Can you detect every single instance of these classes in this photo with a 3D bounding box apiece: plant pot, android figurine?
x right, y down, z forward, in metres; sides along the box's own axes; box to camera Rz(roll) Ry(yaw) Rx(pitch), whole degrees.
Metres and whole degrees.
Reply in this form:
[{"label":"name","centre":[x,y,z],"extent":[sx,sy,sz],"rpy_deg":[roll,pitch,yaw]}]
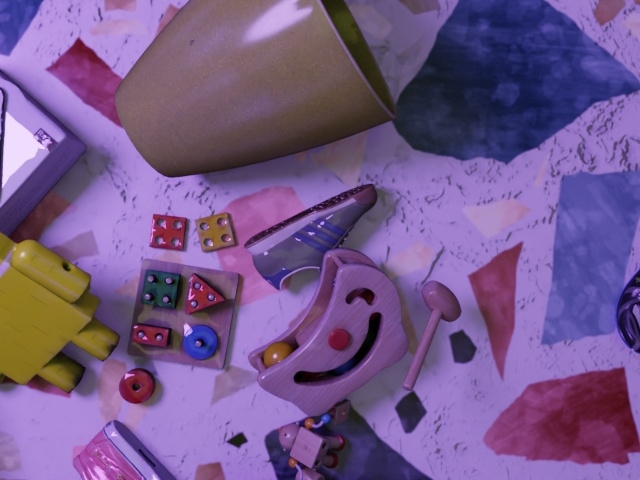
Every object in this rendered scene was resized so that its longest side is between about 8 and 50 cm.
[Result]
[{"label":"plant pot","centre":[-0.097,-0.203,1.062],"extent":[0.294,0.275,0.274],"rpy_deg":[-28,89,13]},{"label":"android figurine","centre":[-0.397,0.087,1.065],"extent":[0.273,0.056,0.248],"rpy_deg":[39,119,-22]}]

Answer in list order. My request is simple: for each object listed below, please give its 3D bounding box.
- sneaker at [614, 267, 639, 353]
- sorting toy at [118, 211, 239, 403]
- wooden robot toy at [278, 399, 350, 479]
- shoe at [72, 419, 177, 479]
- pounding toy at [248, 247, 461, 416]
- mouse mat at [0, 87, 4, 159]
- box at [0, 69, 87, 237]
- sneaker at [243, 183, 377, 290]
[{"label":"sneaker","centre":[0.457,0.062,1.143],"extent":[0.067,0.078,0.188],"rpy_deg":[28,88,-1]},{"label":"sorting toy","centre":[-0.184,0.090,1.137],"extent":[0.132,0.046,0.274],"rpy_deg":[10,87,-2]},{"label":"wooden robot toy","centre":[-0.023,0.280,1.139],"extent":[0.079,0.076,0.173],"rpy_deg":[22,87,34]},{"label":"shoe","centre":[-0.245,0.328,1.121],"extent":[0.081,0.063,0.178],"rpy_deg":[-43,85,-1]},{"label":"pounding toy","centre":[0.040,0.112,1.071],"extent":[0.270,0.155,0.154],"rpy_deg":[-35,112,-2]},{"label":"mouse mat","centre":[-0.484,-0.119,1.036],"extent":[0.190,0.007,0.152],"rpy_deg":[2,88,-1]},{"label":"box","centre":[-0.437,-0.120,1.100],"extent":[0.181,0.119,0.182],"rpy_deg":[41,87,0]},{"label":"sneaker","centre":[0.000,0.000,1.143],"extent":[0.192,0.064,0.086],"rpy_deg":[-26,102,-6]}]
